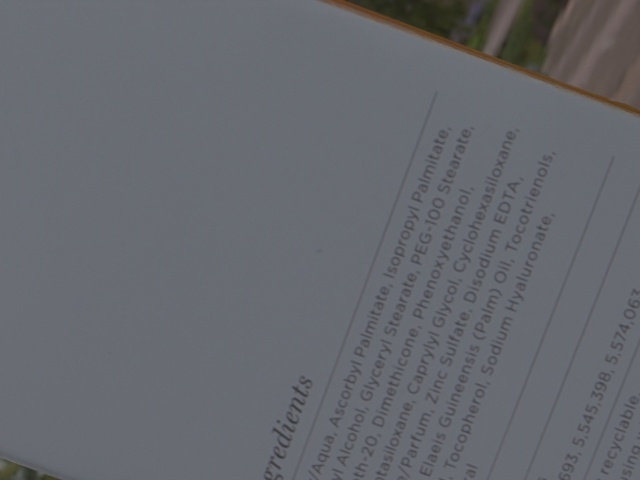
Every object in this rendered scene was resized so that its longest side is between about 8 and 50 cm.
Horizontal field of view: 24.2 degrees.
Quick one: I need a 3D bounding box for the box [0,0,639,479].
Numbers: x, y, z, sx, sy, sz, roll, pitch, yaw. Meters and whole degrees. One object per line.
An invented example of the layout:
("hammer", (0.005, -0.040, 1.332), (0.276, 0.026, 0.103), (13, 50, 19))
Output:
("box", (0.000, 0.000, 0.539), (0.215, 0.345, 0.168), (-70, 0, -82))
